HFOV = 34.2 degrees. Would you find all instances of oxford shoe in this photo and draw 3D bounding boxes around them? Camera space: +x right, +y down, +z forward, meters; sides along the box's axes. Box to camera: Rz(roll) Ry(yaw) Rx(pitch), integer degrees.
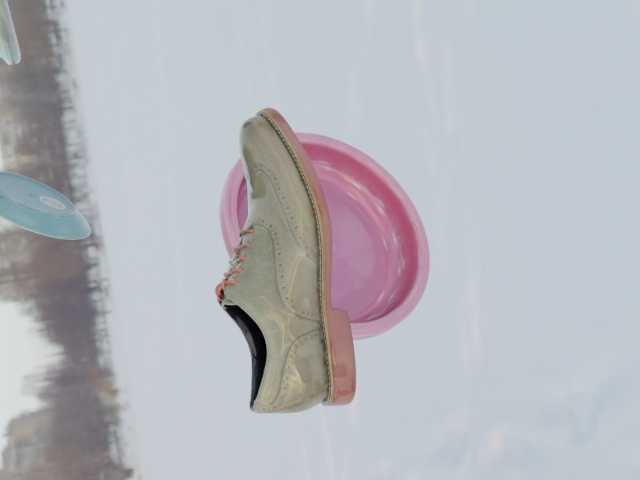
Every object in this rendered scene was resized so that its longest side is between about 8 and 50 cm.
[{"bbox_3d":[-0.056,0.022,1.159,0.123,0.130,0.348,137,121,-71],"label":"oxford shoe"}]

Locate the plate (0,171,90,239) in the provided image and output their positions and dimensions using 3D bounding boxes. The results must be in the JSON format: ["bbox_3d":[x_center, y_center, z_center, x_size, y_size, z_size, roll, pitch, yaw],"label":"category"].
[{"bbox_3d":[-0.403,-0.056,1.445,0.024,0.188,0.188,-63,22,12],"label":"plate"}]

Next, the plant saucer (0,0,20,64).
[{"bbox_3d":[-0.521,-0.431,1.448,0.400,0.100,0.401,162,90,-75],"label":"plant saucer"}]

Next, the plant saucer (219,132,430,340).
[{"bbox_3d":[0.000,0.000,1.521,0.084,0.332,0.332,-45,52,50],"label":"plant saucer"}]
